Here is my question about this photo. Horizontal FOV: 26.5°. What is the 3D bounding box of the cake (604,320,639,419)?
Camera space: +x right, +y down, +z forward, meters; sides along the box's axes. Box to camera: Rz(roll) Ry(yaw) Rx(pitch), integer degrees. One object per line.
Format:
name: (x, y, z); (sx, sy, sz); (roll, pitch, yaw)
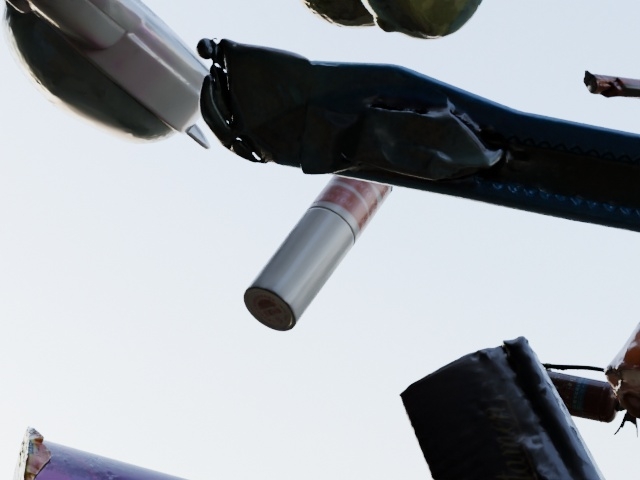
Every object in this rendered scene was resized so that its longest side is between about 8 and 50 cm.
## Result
cake: (0.222, 0.066, 0.572); (0.135, 0.287, 0.098); (-41, -63, 0)

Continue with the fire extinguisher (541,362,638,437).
fire extinguisher: (0.216, 0.134, 1.187); (0.132, 0.056, 0.039); (8, -16, 26)

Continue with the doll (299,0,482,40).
doll: (0.068, -0.329, 1.634); (0.177, 0.161, 0.261); (32, -5, -38)

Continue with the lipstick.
lipstick: (0.000, 0.000, 0.861); (0.038, 0.131, 0.038); (22, -39, 19)

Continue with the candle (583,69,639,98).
candle: (0.308, -0.131, 1.216); (0.167, 0.021, 0.026); (3, 20, -27)

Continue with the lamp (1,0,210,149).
lamp: (-0.173, -0.150, 1.004); (0.179, 0.108, 0.246); (38, -5, 26)

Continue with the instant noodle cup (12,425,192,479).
instant noodle cup: (-0.205, 0.311, 1.281); (0.190, 0.251, 0.251); (11, -26, -13)

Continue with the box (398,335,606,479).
box: (0.213, 0.297, 1.052); (0.116, 0.264, 0.415); (-26, -52, 6)

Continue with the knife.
knife: (0.085, -0.026, 0.451); (0.296, 0.044, 0.026); (12, -6, 21)
